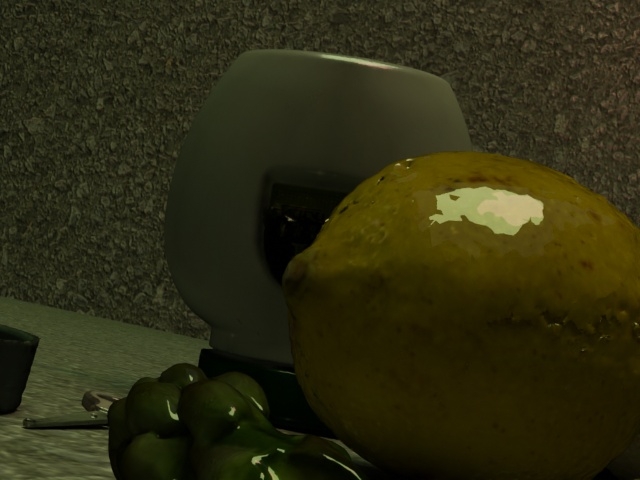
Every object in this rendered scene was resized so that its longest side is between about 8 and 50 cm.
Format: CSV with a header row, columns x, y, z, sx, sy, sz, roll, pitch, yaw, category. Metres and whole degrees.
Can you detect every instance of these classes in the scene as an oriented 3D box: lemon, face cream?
x,y,z,sx,sy,sz,roll,pitch,yaw,category
0.113,0.060,0.931,0.310,0.258,0.258,10,-3,-21,lemon
0.000,0.000,1.266,0.312,0.357,0.219,8,0,-1,face cream

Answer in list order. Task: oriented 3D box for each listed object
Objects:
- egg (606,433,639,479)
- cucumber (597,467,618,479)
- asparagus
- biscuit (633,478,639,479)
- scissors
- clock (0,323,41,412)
x,y,z,sx,sy,sz,roll,pitch,yaw,category
0.385,0.137,1.203,0.279,0.279,0.310,8,21,42,egg
0.303,0.224,1.367,0.244,0.063,0.115,12,-11,-9,cucumber
-0.042,0.095,0.538,0.080,0.080,0.287,13,-4,-23,asparagus
0.199,0.151,0.542,0.082,0.070,0.168,4,4,-37,biscuit
-0.157,0.125,0.893,0.100,0.015,0.189,13,-2,21,scissors
-0.338,0.066,0.873,0.280,0.055,0.280,12,-3,1,clock
